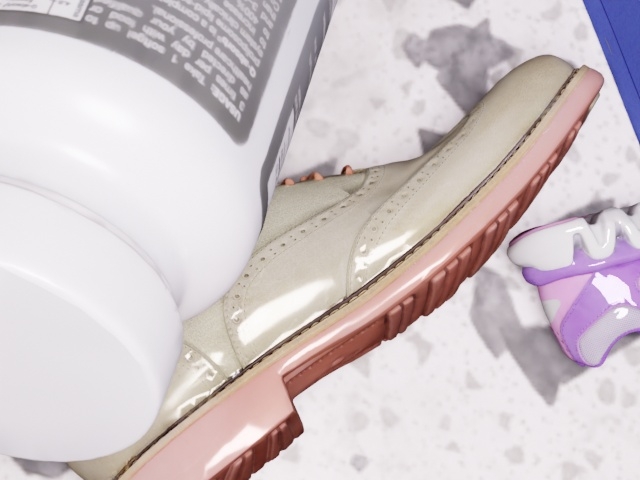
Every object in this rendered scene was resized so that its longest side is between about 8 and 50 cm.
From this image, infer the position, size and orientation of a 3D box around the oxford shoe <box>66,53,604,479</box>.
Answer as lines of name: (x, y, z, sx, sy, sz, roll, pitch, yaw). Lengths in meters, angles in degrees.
oxford shoe: (0.000, 0.000, 0.967, 0.397, 0.140, 0.146, -40, 78, -15)

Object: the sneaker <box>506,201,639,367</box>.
sneaker: (0.238, 0.020, 1.017, 0.236, 0.095, 0.104, -13, 86, -4)

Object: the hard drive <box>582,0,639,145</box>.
hard drive: (0.222, -0.162, 0.932, 0.040, 0.318, 0.210, -18, 80, -10)

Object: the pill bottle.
pill bottle: (-0.116, -0.082, 0.873, 0.210, 0.210, 0.363, 19, 53, -2)
